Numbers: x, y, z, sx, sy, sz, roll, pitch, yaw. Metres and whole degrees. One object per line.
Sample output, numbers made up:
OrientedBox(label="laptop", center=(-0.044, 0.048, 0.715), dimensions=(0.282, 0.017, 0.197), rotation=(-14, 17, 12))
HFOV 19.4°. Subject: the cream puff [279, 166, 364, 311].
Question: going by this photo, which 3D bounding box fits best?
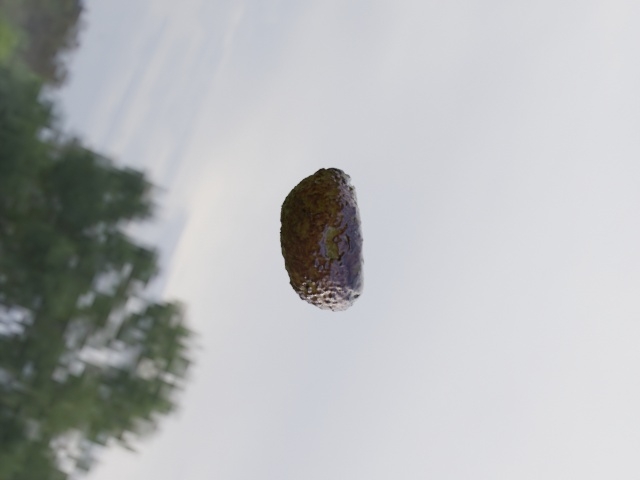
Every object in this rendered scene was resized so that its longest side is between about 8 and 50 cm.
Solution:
OrientedBox(label="cream puff", center=(0.000, 0.000, 1.918), dimensions=(0.149, 0.084, 0.149), rotation=(177, -90, -88))
